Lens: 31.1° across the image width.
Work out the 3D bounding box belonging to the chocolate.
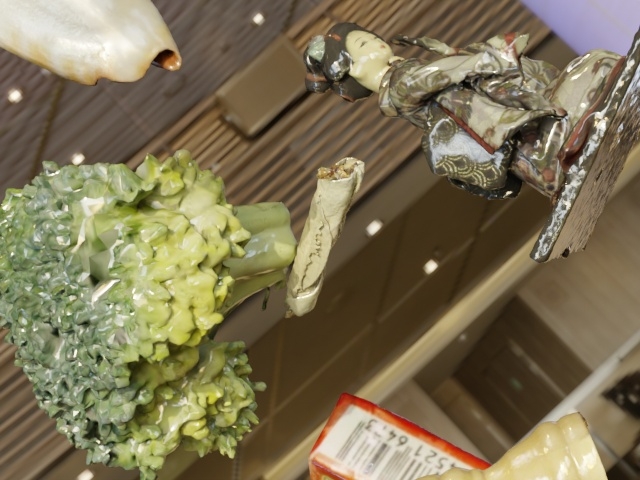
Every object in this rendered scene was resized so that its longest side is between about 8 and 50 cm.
[{"bbox_3d":[0.103,0.322,1.324,0.108,0.237,0.234,-46,-33,-35],"label":"chocolate"}]

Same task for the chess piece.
[{"bbox_3d":[0.118,0.157,0.728,0.122,0.066,0.066,-21,-13,6],"label":"chess piece"}]

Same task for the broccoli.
[{"bbox_3d":[-0.162,0.031,1.089,0.281,0.293,0.348,-16,-39,-29],"label":"broccoli"}]

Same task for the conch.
[{"bbox_3d":[-0.175,-0.167,0.813,0.104,0.176,0.094,-39,0,-41],"label":"conch"}]

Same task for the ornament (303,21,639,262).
[{"bbox_3d":[0.085,-0.096,0.661,0.153,0.196,0.166,-68,-17,9],"label":"ornament"}]

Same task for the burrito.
[{"bbox_3d":[0.000,0.000,1.098,0.041,0.045,0.185,4,-47,-17],"label":"burrito"}]
